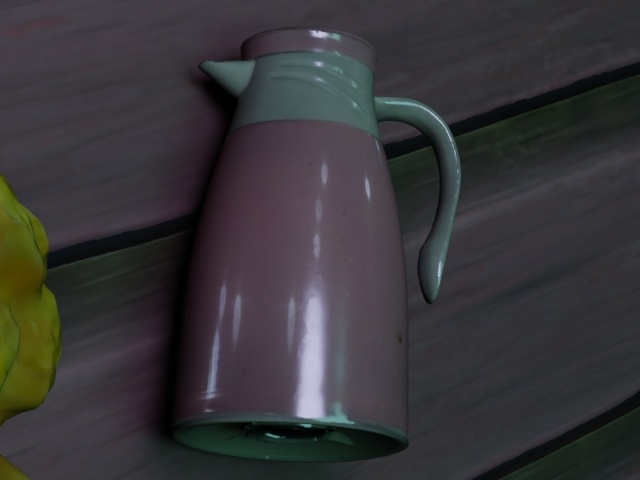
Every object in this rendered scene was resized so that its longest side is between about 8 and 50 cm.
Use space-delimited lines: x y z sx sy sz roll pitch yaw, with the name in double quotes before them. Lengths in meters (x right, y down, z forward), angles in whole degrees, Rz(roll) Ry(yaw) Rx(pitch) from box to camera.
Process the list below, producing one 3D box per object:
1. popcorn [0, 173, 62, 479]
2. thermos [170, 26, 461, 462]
"popcorn" -0.268 0.080 0.903 0.325 0.290 0.321 -51 129 2
"thermos" 0.000 0.000 1.231 0.176 0.146 0.265 9 73 -17
